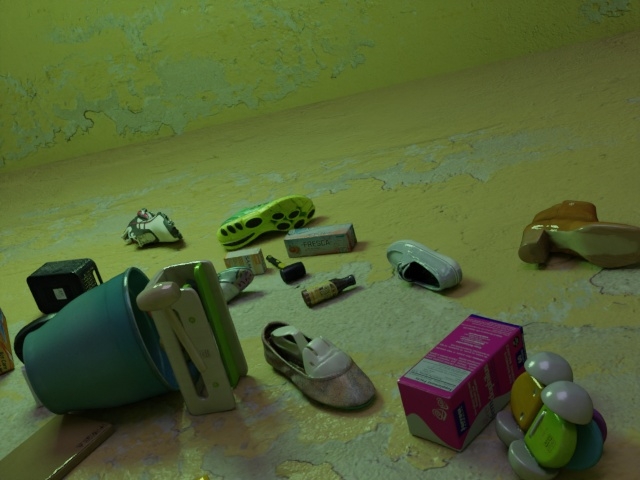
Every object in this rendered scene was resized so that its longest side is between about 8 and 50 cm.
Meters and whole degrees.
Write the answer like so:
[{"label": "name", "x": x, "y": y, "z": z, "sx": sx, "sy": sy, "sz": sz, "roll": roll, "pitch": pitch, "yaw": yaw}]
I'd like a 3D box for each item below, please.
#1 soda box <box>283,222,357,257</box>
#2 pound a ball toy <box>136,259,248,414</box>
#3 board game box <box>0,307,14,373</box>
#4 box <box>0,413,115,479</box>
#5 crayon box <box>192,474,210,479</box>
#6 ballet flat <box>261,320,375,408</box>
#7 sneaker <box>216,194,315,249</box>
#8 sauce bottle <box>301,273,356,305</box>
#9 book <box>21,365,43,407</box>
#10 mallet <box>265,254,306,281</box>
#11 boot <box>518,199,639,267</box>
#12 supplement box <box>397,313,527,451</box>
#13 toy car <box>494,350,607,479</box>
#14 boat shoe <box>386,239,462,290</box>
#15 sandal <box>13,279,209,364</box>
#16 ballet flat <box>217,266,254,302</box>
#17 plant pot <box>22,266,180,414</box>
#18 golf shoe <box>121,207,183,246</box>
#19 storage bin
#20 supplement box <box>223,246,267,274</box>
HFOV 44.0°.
[{"label": "soda box", "x": 0.000, "y": 0.000, "z": 2.084, "sx": 0.183, "sy": 0.058, "sz": 0.063, "roll": -6, "pitch": 25, "yaw": 21}, {"label": "pound a ball toy", "x": -0.260, "y": 0.186, "z": 1.492, "sx": 0.135, "sy": 0.319, "sz": 0.208, "roll": -10, "pitch": 24, "yaw": 14}, {"label": "board game box", "x": -1.011, "y": 0.175, "z": 1.952, "sx": 0.356, "sy": 0.356, "sz": 0.356, "roll": -24, "pitch": 24, "yaw": -17}, {"label": "box", "x": -0.525, "y": 0.411, "z": 1.533, "sx": 0.164, "sy": 0.021, "sz": 0.201, "roll": 2, "pitch": 29, "yaw": 36}, {"label": "crayon box", "x": -0.280, "y": 0.504, "z": 1.051, "sx": 0.363, "sy": 0.106, "sz": 0.313, "roll": -20, "pitch": 23, "yaw": -11}, {"label": "ballet flat", "x": -0.021, "y": 0.228, "z": 1.517, "sx": 0.107, "sy": 0.106, "sz": 0.316, "roll": -30, "pitch": 27, "yaw": -31}, {"label": "sneaker", "x": -0.162, "y": -0.071, "z": 2.285, "sx": 0.295, "sy": 0.109, "sz": 0.123, "roll": -18, "pitch": 27, "yaw": -4}, {"label": "sauce bottle", "x": 0.020, "y": 0.112, "z": 1.836, "sx": 0.128, "sy": 0.042, "sz": 0.042, "roll": -23, "pitch": 24, "yaw": -11}, {"label": "book", "x": -0.566, "y": 0.292, "z": 1.734, "sx": 0.144, "sy": 0.096, "sz": 0.035, "roll": -21, "pitch": 23, "yaw": -14}, {"label": "mallet", "x": -0.107, "y": 0.068, "z": 2.034, "sx": 0.062, "sy": 0.039, "sz": 0.189, "roll": -24, "pitch": 20, "yaw": -26}, {"label": "boot", "x": 0.584, "y": -0.031, "z": 1.720, "sx": 0.295, "sy": 0.104, "sz": 0.211, "roll": -5, "pitch": 25, "yaw": 33}, {"label": "supplement box", "x": 0.244, "y": 0.233, "z": 1.328, "sx": 0.220, "sy": 0.111, "sz": 0.114, "roll": -34, "pitch": 29, "yaw": -35}, {"label": "toy car", "x": 0.353, "y": 0.269, "z": 1.171, "sx": 0.136, "sy": 0.159, "sz": 0.182, "roll": 19, "pitch": 20, "yaw": -11}, {"label": "boat shoe", "x": 0.214, "y": 0.058, "z": 1.787, "sx": 0.081, "sy": 0.079, "sz": 0.227, "roll": -25, "pitch": 27, "yaw": -30}, {"label": "sandal", "x": -0.469, "y": 0.194, "z": 1.819, "sx": 0.445, "sy": 0.168, "sz": 0.107, "roll": -14, "pitch": 27, "yaw": -20}, {"label": "ballet flat", "x": -0.268, "y": 0.125, "z": 1.971, "sx": 0.221, "sy": 0.077, "sz": 0.079, "roll": -12, "pitch": 41, "yaw": 22}, {"label": "plant pot", "x": -0.450, "y": 0.225, "z": 1.622, "sx": 0.255, "sy": 0.272, "sz": 0.272, "roll": -22, "pitch": 23, "yaw": 2}, {"label": "golf shoe", "x": -0.518, "y": -0.021, "z": 2.445, "sx": 0.120, "sy": 0.105, "sz": 0.273, "roll": -45, "pitch": 27, "yaw": -22}, {"label": "storage bin", "x": -0.693, "y": 0.126, "z": 2.161, "sx": 0.180, "sy": 0.122, "sz": 0.084, "roll": -5, "pitch": 25, "yaw": 23}, {"label": "supplement box", "x": -0.197, "y": 0.059, "z": 2.070, "sx": 0.098, "sy": 0.062, "sz": 0.036, "roll": -10, "pitch": 23, "yaw": 15}]
